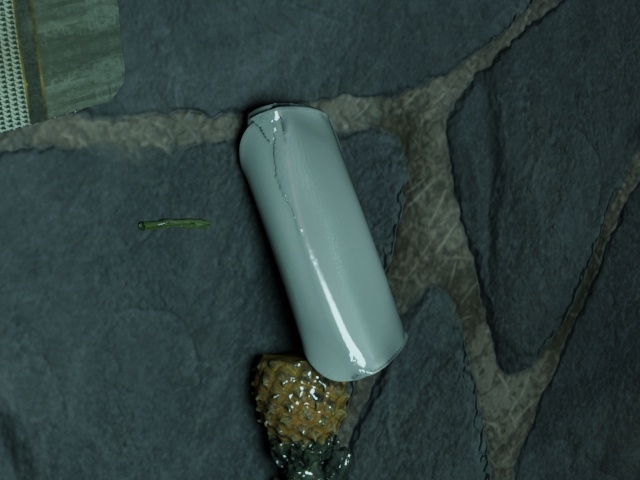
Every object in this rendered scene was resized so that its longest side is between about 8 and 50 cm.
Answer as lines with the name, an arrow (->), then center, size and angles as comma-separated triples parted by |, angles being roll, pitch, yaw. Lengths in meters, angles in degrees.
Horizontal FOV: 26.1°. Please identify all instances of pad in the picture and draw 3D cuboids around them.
pad -> -0.287, -0.239, 1.258 | 0.250, 0.055, 0.323 | -21, 143, -30

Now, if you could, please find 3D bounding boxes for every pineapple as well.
pineapple -> -0.022, 0.241, 1.554 | 0.111, 0.119, 0.237 | -7, 99, -41

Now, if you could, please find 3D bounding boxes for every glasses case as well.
glasses case -> 0.002, -0.001, 1.516 | 0.128, 0.083, 0.308 | -17, 88, -52

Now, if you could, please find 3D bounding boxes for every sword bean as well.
sword bean -> -0.155, -0.017, 1.471 | 0.083, 0.012, 0.012 | -2, 100, -34
